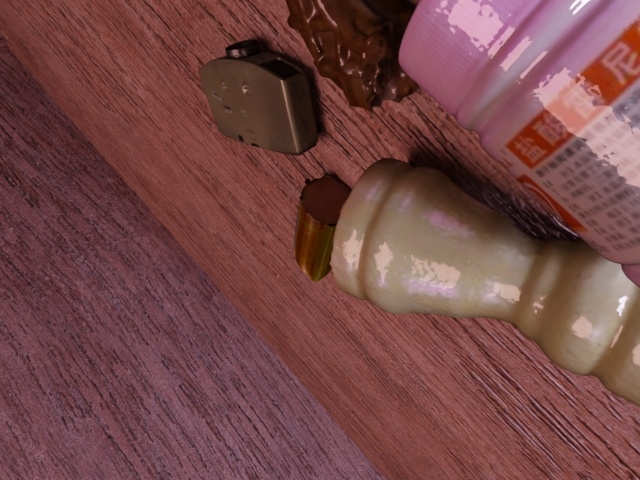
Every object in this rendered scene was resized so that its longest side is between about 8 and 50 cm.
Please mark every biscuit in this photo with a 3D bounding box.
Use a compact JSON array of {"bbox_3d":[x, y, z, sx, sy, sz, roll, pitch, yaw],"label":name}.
[{"bbox_3d":[0.042,-0.329,0.456,0.268,0.115,0.366,50,162,8],"label":"biscuit"}]

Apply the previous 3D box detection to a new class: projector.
[{"bbox_3d":[-0.124,-0.284,0.809,0.269,0.088,0.194,24,140,38],"label":"projector"}]

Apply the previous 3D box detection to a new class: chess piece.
[{"bbox_3d":[0.250,0.049,0.559,0.442,0.234,0.234,22,141,33],"label":"chess piece"}]

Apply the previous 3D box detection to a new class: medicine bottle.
[{"bbox_3d":[0.245,-0.130,0.354,0.316,0.202,0.202,45,151,9],"label":"medicine bottle"}]

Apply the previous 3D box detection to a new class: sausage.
[{"bbox_3d":[0.002,0.001,0.936,0.125,0.117,0.317,55,156,24],"label":"sausage"}]
